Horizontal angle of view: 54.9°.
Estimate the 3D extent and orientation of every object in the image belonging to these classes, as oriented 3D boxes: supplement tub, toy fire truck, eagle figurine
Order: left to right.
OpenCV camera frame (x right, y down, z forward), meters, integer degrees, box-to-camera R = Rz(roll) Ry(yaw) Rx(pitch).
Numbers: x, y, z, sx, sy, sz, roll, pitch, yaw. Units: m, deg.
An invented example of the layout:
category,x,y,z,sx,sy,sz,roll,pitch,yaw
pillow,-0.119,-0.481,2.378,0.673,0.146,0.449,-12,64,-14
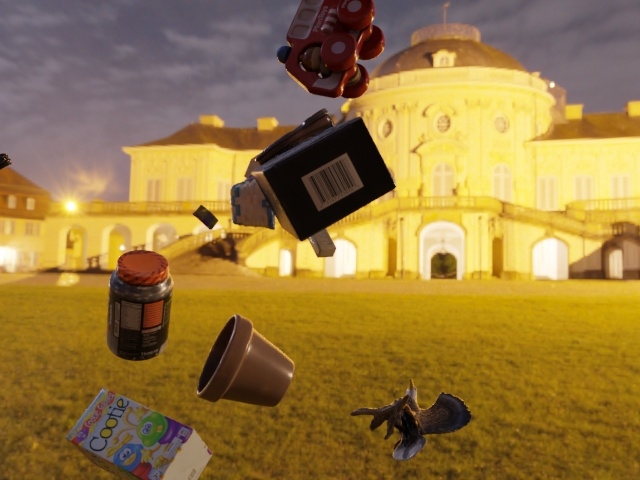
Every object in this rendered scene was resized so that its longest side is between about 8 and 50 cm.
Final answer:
category,x,y,z,sx,sy,sz,roll,pitch,yaw
supplement tub,-0.602,0.215,2.055,0.206,0.338,0.207,10,28,-6
toy fire truck,0.019,-0.532,1.670,0.253,0.302,0.169,17,-13,23
eagle figurine,0.274,0.511,1.760,0.226,0.225,0.298,22,-10,46

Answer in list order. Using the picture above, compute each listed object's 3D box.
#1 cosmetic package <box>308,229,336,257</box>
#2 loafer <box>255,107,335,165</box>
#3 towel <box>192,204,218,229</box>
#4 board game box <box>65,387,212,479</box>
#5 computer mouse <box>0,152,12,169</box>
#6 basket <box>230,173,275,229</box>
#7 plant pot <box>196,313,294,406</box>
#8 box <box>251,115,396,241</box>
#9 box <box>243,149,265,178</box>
category,x,y,z,sx,sy,sz,roll,pitch,yaw
cosmetic package,0.000,0.000,1.930,0.060,0.115,0.041,-2,-46,-25
loafer,-0.080,-0.333,2.109,0.302,0.095,0.109,-37,5,-4
towel,-0.384,-0.078,2.061,0.083,0.060,0.009,41,-46,-13
board game box,-0.416,0.475,1.422,0.275,0.144,0.142,14,-37,25
computer mouse,-0.588,-0.114,1.001,0.106,0.042,0.193,-32,-2,2
basket,-0.165,-0.139,2.129,0.288,0.201,0.255,-1,6,-6
plant pot,-0.210,0.384,1.827,0.229,0.263,0.263,29,-11,-13
box,-0.007,-0.174,1.730,0.293,0.212,0.395,-30,10,-7
box,-0.191,-0.276,2.391,0.130,0.091,0.170,35,39,7
